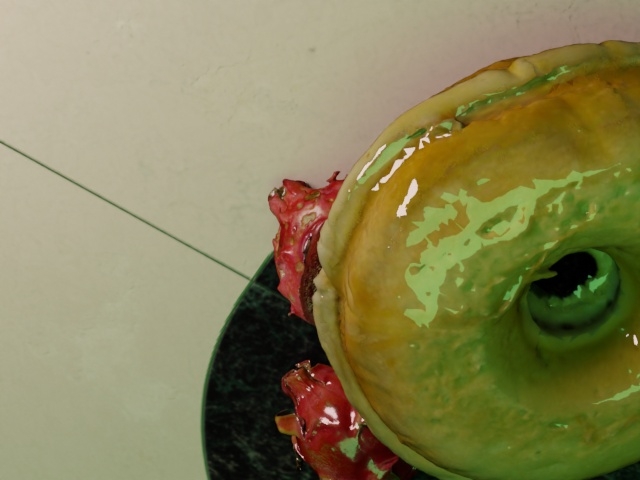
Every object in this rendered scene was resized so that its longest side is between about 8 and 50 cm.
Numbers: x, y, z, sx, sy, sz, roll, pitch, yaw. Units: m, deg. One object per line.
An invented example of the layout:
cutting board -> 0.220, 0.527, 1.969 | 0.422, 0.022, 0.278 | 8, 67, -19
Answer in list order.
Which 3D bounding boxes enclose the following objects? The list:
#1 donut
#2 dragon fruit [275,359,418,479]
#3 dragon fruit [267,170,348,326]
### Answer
donut -> 0.212, 0.031, 1.331 | 0.448, 0.198, 0.449 | -3, 117, -7
dragon fruit -> 0.033, 0.185, 1.515 | 0.166, 0.133, 0.136 | 45, 75, -7
dragon fruit -> 0.000, 0.000, 1.435 | 0.111, 0.153, 0.153 | 34, 131, 38
